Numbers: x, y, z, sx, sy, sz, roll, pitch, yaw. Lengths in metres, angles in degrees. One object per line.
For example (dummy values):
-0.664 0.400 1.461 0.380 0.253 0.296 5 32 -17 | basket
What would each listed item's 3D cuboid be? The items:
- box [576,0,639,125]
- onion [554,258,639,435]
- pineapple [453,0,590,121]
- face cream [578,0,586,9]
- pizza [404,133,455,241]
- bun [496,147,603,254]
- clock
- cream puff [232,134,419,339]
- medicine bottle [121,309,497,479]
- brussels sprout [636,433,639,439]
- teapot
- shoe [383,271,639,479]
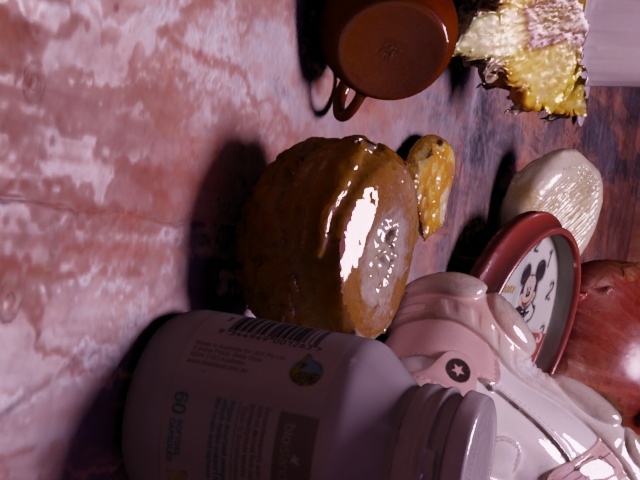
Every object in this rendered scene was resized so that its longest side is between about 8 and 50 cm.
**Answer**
0.544 -0.331 2.240 0.262 0.206 0.291 -19 113 -69 | box
0.462 0.198 2.146 0.353 0.354 0.353 9 90 -71 | onion
0.186 -0.231 1.448 0.164 0.140 0.250 -32 124 -11 | pineapple
0.360 -0.370 1.917 0.084 0.057 0.198 -7 104 -70 | face cream
0.103 -0.055 1.346 0.160 0.036 0.099 -40 135 -62 | pizza
0.298 -0.045 1.808 0.183 0.102 0.183 -22 125 -35 | bun
0.231 0.112 1.688 0.318 0.080 0.318 -34 134 -44 | clock
0.000 0.000 0.952 0.165 0.115 0.150 -54 141 -36 | cream puff
-0.004 0.124 0.839 0.135 0.215 0.135 9 90 -71 | medicine bottle
0.325 0.442 1.788 0.361 0.342 0.425 -115 -148 -74 | brussels sprout
0.050 -0.171 1.057 0.173 0.116 0.116 -61 172 30 | teapot
0.165 0.215 1.319 0.198 0.351 0.172 -46 -177 -39 | shoe
